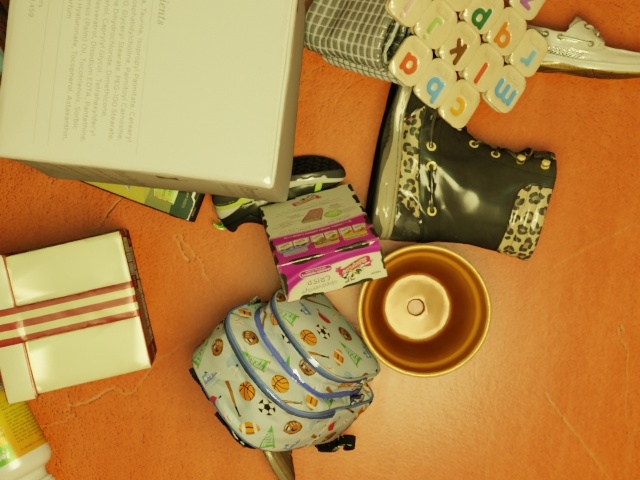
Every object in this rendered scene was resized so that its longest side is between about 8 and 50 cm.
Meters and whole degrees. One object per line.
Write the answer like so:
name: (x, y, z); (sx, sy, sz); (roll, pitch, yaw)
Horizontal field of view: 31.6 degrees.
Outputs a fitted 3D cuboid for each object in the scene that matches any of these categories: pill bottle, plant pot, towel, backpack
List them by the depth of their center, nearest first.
backpack: (-0.057, 0.200, 1.742); (0.276, 0.263, 0.213); (46, 120, 20)
towel: (0.108, -0.403, 1.801); (0.121, 0.235, 0.283); (27, 90, -36)
plant pot: (0.161, 0.111, 1.820); (0.205, 0.188, 0.205); (0, 88, 1)
pill bottle: (-0.527, 0.328, 1.853); (0.136, 0.136, 0.245); (-28, 88, 0)

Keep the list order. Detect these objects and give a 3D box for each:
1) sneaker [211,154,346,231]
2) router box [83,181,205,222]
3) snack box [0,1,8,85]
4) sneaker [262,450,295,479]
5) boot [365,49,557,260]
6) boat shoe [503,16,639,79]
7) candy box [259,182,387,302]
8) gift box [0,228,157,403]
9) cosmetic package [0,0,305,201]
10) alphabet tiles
sneaker: (-0.069, -0.073, 1.899); (0.235, 0.084, 0.097); (-13, 118, -1)
router box: (-0.273, -0.213, 1.890); (0.243, 0.081, 0.308); (20, 89, 1)
snack box: (-0.537, -0.322, 1.836); (0.070, 0.207, 0.174); (-29, 88, 0)
sneaker: (-0.072, 0.315, 1.881); (0.071, 0.066, 0.188); (-25, 90, -5)
boot: (0.241, -0.158, 1.853); (0.284, 0.138, 0.377); (13, 80, -3)
boat shoe: (0.423, -0.323, 1.871); (0.277, 0.098, 0.096); (8, 90, 3)
candy box: (0.000, 0.000, 1.766); (0.159, 0.233, 0.071); (-15, 116, -3)
gift box: (-0.417, 0.097, 1.809); (0.258, 0.255, 0.276); (-14, 88, -6)
cosmetic package: (-0.234, -0.245, 1.684); (0.394, 0.329, 0.327); (6, 88, 2)
alphabet tiles: (0.229, -0.327, 1.737); (0.284, 0.021, 0.278); (36, 82, -30)
